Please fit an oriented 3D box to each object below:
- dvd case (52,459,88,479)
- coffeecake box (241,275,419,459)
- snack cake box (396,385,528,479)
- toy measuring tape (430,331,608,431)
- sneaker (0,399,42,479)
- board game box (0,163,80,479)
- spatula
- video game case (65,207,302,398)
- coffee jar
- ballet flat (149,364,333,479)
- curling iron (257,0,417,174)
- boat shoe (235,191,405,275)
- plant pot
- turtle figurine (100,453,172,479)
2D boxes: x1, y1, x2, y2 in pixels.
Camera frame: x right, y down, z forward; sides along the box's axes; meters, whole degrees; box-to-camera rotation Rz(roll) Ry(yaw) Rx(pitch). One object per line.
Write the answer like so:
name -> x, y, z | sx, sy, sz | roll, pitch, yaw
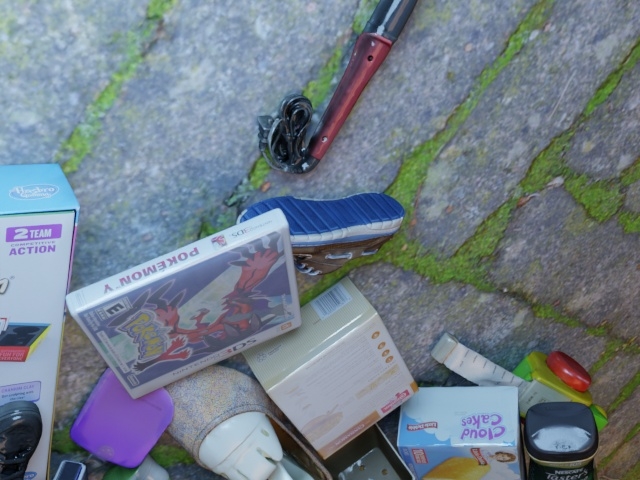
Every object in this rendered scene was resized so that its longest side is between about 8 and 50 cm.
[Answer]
dvd case -> -0.259, 0.353, 0.749 | 0.029, 0.239, 0.179 | 10, 131, 2
coffeecake box -> 0.017, 0.149, 0.927 | 0.142, 0.068, 0.185 | -35, 139, -5
snack cake box -> 0.204, 0.304, 1.133 | 0.152, 0.089, 0.264 | -3, 140, 17
toy measuring tape -> 0.275, 0.188, 1.148 | 0.330, 0.121, 0.121 | 28, 109, -23
sneaker -> -0.266, 0.221, 0.678 | 0.051, 0.089, 0.170 | 14, 118, -42
board game box -> -0.327, 0.093, 0.638 | 0.242, 0.064, 0.317 | -5, 129, -32
spatula -> -0.254, 0.251, 0.849 | 0.084, 0.030, 0.296 | 32, 112, -17
video game case -> -0.107, 0.064, 0.728 | 0.183, 0.023, 0.201 | -23, 151, -10
coffee jar -> 0.323, 0.289, 1.100 | 0.096, 0.079, 0.184 | -5, 136, 14
ballet flat -> -0.067, 0.233, 0.916 | 0.107, 0.106, 0.316 | -43, 138, 1
curling iron -> 0.036, -0.166, 0.684 | 0.068, 0.035, 0.274 | 21, 113, -45
boat shoe -> 0.000, 0.000, 0.784 | 0.183, 0.066, 0.066 | -5, 130, -32
plant pot -> 0.058, 0.311, 1.082 | 0.109, 0.109, 0.096 | -36, 152, -3
turtle figurine -> -0.153, 0.372, 0.901 | 0.274, 0.198, 0.266 | -21, 124, 33
